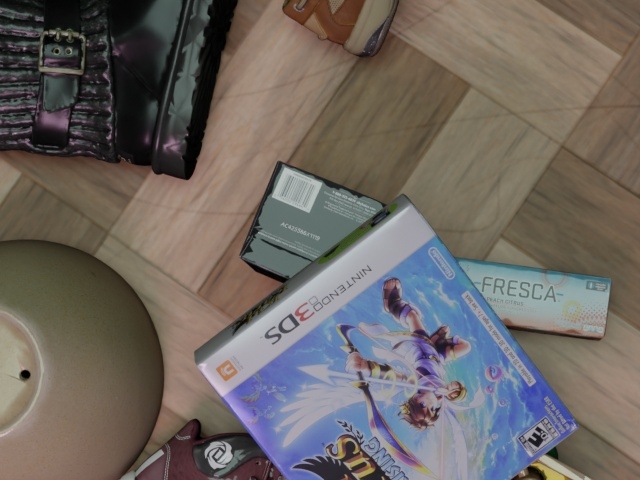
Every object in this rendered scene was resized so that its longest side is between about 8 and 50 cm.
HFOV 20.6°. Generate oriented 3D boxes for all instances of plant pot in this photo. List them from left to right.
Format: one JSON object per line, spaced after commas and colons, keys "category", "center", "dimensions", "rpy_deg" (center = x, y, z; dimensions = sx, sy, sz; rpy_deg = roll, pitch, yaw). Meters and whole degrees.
{"category": "plant pot", "center": [-0.307, 0.132, 1.714], "dimensions": [0.284, 0.191, 0.284], "rpy_deg": [0, 85, 4]}

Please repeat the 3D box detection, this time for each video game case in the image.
{"category": "video game case", "center": [0.061, 0.137, 1.612], "dimensions": [0.244, 0.061, 0.269], "rpy_deg": [-37, 101, 2]}

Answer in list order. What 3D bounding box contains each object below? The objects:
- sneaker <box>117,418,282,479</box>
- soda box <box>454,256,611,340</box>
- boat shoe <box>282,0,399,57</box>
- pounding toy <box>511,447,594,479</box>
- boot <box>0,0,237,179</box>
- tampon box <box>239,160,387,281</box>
{"category": "sneaker", "center": [-0.056, 0.283, 1.721], "dimensions": [0.281, 0.106, 0.162], "rpy_deg": [41, 86, 8]}
{"category": "soda box", "center": [0.192, 0.056, 1.744], "dimensions": [0.183, 0.058, 0.063], "rpy_deg": [8, 85, 5]}
{"category": "boat shoe", "center": [0.046, -0.323, 1.690], "dimensions": [0.120, 0.122, 0.324], "rpy_deg": [17, 124, -6]}
{"category": "pounding toy", "center": [0.188, 0.235, 1.705], "dimensions": [0.130, 0.100, 0.141], "rpy_deg": [27, 87, 7]}
{"category": "boot", "center": [-0.226, -0.240, 1.774], "dimensions": [0.260, 0.131, 0.348], "rpy_deg": [12, 86, 6]}
{"category": "tampon box", "center": [0.000, 0.000, 1.715], "dimensions": [0.120, 0.161, 0.101], "rpy_deg": [23, 86, 5]}
